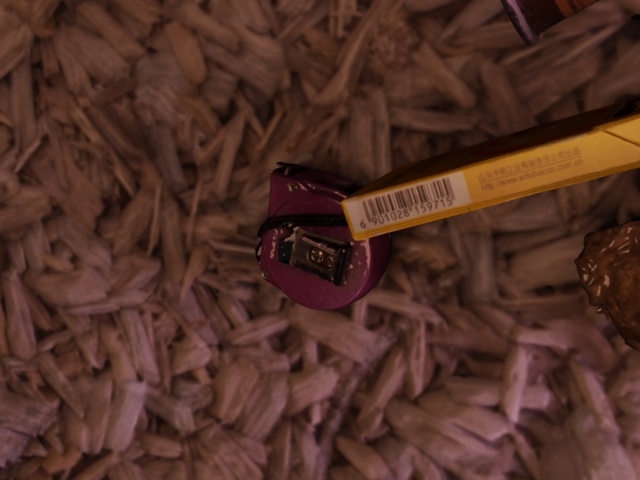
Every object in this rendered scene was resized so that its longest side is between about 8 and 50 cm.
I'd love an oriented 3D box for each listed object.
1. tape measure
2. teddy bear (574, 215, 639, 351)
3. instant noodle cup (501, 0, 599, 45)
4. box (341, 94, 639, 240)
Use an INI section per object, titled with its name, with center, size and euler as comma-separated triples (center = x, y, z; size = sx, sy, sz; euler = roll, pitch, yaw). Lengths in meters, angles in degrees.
[tape measure]
center = 0.000, 0.000, 0.962
size = 0.125, 0.074, 0.118
euler = 16, 109, 21
[teddy bear]
center = 0.344, 0.007, 0.740
size = 0.296, 0.246, 0.223
euler = 21, 92, 47
[instant noodle cup]
center = 0.200, -0.274, 0.748
size = 0.207, 0.217, 0.218
euler = -20, 94, 19
[box]
center = 0.164, -0.064, 0.837
size = 0.269, 0.152, 0.044
euler = -14, 99, 26
